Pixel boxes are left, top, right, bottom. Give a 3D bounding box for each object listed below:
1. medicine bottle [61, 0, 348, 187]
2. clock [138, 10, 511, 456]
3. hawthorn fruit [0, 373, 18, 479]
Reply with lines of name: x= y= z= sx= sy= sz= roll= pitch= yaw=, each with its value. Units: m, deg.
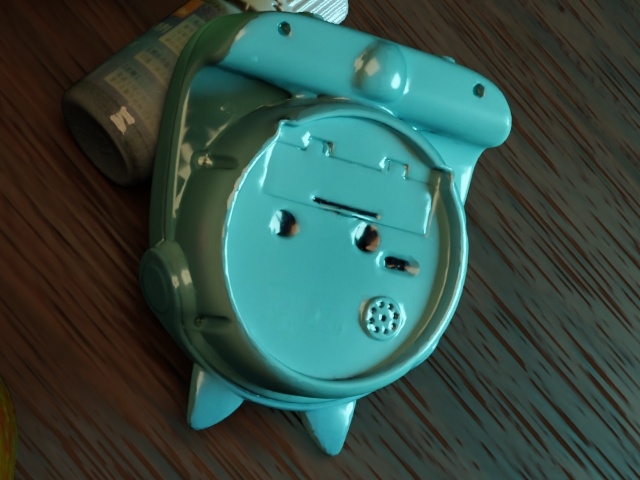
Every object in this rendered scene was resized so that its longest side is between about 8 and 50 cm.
medicine bottle: x=-0.073 y=-0.122 z=1.299 sx=0.203 sy=0.083 sz=0.083 roll=-37 pitch=87 yaw=-21
clock: x=0.000 y=0.000 z=1.246 sx=0.224 sy=0.094 sz=0.274 roll=13 pitch=85 yaw=-28
hawthorn fruit: x=-0.319 y=0.165 z=1.092 sx=0.254 sy=0.254 sz=0.300 roll=27 pitch=97 yaw=-6
